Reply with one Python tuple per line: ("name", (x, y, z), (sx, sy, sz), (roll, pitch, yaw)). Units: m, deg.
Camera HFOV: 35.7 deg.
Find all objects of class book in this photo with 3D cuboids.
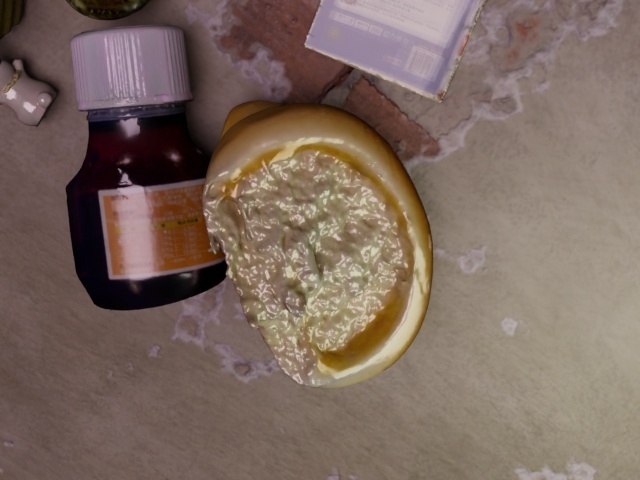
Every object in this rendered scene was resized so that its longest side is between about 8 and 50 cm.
("book", (0.134, -0.386, 1.426), (0.228, 0.018, 0.322), (23, 110, -1))

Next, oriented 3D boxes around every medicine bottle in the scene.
("medicine bottle", (-0.263, -0.114, 1.462), (0.242, 0.242, 0.395), (-3, 104, 10))

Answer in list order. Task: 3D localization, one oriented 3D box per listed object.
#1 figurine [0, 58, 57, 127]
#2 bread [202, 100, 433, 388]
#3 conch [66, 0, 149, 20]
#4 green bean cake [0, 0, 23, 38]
("figurine", (-0.490, -0.231, 1.530), (0.146, 0.081, 0.098), (30, 136, -13))
("bread", (-0.024, 0.008, 1.445), (0.329, 0.245, 0.424), (-35, 113, -26))
("conch", (-0.306, -0.409, 1.435), (0.181, 0.124, 0.187), (-39, 71, 29))
("green bean cake", (-0.572, -0.352, 1.434), (0.236, 0.233, 0.124), (15, 116, 4))
